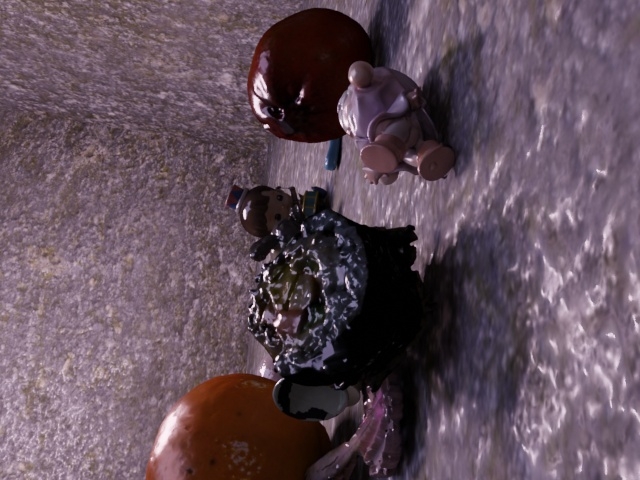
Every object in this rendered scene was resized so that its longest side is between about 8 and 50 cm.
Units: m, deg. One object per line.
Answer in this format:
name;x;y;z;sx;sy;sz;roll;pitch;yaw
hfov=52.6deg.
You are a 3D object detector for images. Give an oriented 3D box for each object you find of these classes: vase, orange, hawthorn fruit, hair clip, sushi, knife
vase;-0.004;0.126;1.103;0.360;0.165;0.165;-85;8;-53
orange;-0.136;0.456;1.183;0.424;0.326;0.423;3;-90;-87
hawthorn fruit;-0.015;-0.365;1.418;0.311;0.295;0.295;-59;9;-5
hair clip;0.062;0.297;0.969;0.173;0.069;0.300;-94;26;-46
sushi;0.042;0.096;0.864;0.219;0.238;0.225;35;-139;-50
knife;0.042;-0.293;1.693;0.058;0.032;0.244;100;179;-68

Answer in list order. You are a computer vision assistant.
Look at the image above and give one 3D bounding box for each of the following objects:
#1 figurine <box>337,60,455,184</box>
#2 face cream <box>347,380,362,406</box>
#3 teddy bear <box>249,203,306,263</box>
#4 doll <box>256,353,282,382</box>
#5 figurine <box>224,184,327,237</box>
figurine;0.104;-0.169;0.946;0.276;0.133;0.200;-106;-4;-58
face cream;0.053;0.191;1.184;0.224;0.070;0.114;-75;5;-49
teddy bear;-0.085;0.055;1.580;0.144;0.171;0.251;40;142;42
doll;-0.055;0.269;1.496;0.151;0.151;0.287;-93;21;-46
figurine;-0.121;-0.081;1.744;0.158;0.276;0.161;79;-168;-68
